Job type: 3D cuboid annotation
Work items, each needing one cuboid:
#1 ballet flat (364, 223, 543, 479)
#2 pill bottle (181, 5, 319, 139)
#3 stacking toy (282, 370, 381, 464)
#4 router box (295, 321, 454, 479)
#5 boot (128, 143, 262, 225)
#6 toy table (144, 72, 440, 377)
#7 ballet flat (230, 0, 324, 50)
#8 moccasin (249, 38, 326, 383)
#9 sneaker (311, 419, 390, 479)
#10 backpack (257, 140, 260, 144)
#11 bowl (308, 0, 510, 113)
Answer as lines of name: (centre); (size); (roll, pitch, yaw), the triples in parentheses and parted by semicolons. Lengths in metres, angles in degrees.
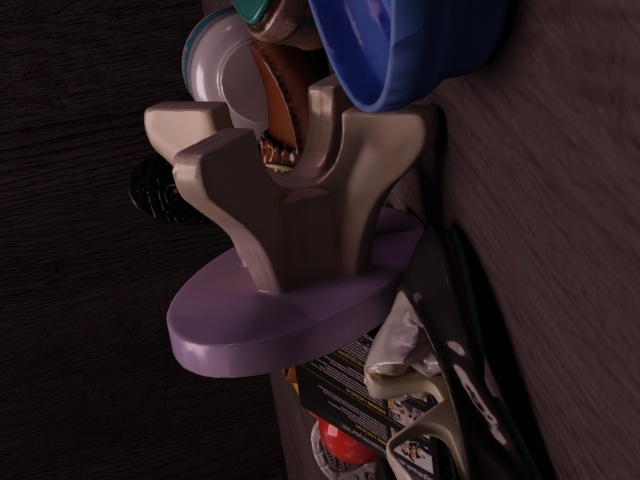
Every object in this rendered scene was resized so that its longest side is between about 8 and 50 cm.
ballet flat: (0.085, 0.109, 0.927); (0.095, 0.096, 0.280); (85, 170, -55)
pill bottle: (-0.082, -0.196, 1.560); (0.264, 0.146, 0.146); (-128, 26, -75)
stacking toy: (0.002, 0.135, 1.577); (0.330, 0.141, 0.141); (-118, 17, -53)
router box: (0.047, 0.115, 1.128); (0.179, 0.046, 0.133); (27, 136, 41)
boot: (-0.107, -0.051, 1.632); (0.207, 0.246, 0.094); (113, 144, -74)
toy table: (-0.020, -0.027, 1.042); (0.274, 0.252, 0.161); (-49, -45, -61)
ballet flat: (-0.053, -0.276, 1.340); (0.108, 0.106, 0.316); (-59, 33, 28)
moccasin: (-0.029, -0.028, 1.409); (0.139, 0.146, 0.380); (-116, 15, -64)
sneaker: (0.059, 0.302, 1.643); (0.115, 0.090, 0.232); (-48, -53, -75)
backpack: (-0.082, -0.156, 1.767); (0.084, 0.114, 0.105); (-158, 57, -82)
bowl: (0.027, -0.274, 0.805); (0.391, 0.077, 0.391); (168, 90, -83)
